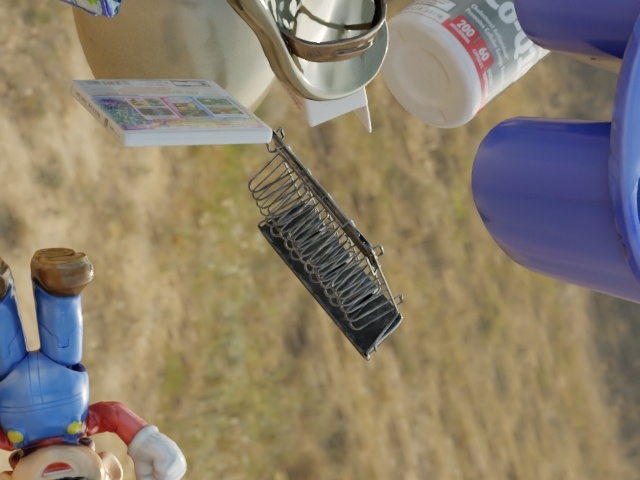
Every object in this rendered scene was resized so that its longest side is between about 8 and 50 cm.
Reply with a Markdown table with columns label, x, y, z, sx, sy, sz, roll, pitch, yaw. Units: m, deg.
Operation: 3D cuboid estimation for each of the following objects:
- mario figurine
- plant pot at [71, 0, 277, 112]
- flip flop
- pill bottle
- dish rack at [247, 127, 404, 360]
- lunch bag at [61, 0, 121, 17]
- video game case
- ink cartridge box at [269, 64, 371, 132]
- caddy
| label | x | y | z | sx | sy | sz | roll | pitch | yaw |
| --- | --- | --- | --- | --- | --- | --- | --- | --- | --- |
| mario figurine | -0.251 | 0.177 | 1.659 | 0.170 | 0.198 | 0.320 | -33 | 116 | -59 |
| plant pot | -0.163 | -0.226 | 2.124 | 0.284 | 0.284 | 0.191 | -41 | 136 | -70 |
| flip flop | 0.004 | -0.182 | 1.330 | 0.277 | 0.080 | 0.112 | 45 | 56 | -65 |
| pill bottle | 0.217 | -0.278 | 2.226 | 0.283 | 0.161 | 0.161 | -40 | 117 | -30 |
| dish rack | 0.000 | 0.000 | 1.902 | 0.208 | 0.074 | 0.271 | 49 | -7 | 22 |
| lunch bag | -0.261 | -0.320 | 1.841 | 0.096 | 0.129 | 0.151 | -32 | 138 | -52 |
| video game case | -0.148 | -0.127 | 1.725 | 0.143 | 0.157 | 0.019 | 42 | -52 | 51 |
| ink cartridge box | -0.010 | -0.179 | 1.592 | 0.180 | 0.060 | 0.104 | 78 | -15 | -44 |
| caddy | 0.252 | -0.065 | 1.038 | 0.341 | 0.179 | 0.241 | 11 | 93 | -44 |
